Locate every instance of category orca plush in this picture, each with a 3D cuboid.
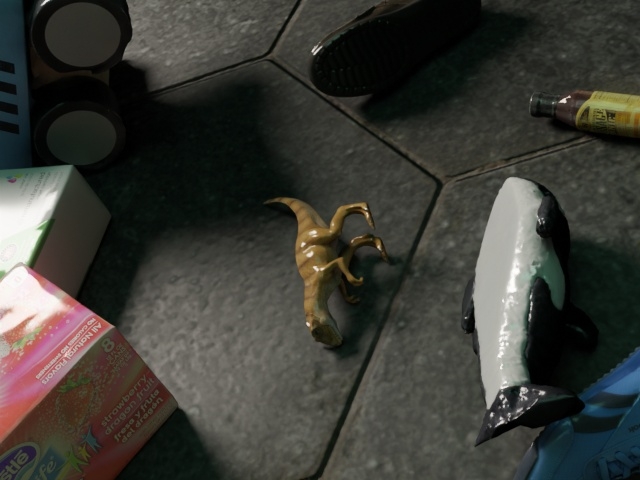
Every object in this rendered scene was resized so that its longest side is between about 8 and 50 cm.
[{"bbox_3d":[0.191,0.055,0.801,0.102,0.151,0.287,22,25,-7],"label":"orca plush"}]

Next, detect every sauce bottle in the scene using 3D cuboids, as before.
[{"bbox_3d":[0.268,-0.125,0.966,0.128,0.042,0.042,11,57,32],"label":"sauce bottle"}]

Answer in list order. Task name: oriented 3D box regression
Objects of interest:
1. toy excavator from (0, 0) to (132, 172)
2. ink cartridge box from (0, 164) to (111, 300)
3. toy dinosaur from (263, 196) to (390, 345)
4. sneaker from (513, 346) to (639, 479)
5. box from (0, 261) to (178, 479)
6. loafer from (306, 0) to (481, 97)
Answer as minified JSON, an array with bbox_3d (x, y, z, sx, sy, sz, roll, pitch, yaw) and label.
[{"bbox_3d":[-0.461,-0.178,1.161,0.445,0.433,0.222,-3,45,-16],"label":"toy excavator"},{"bbox_3d":[-0.360,0.008,1.078,0.212,0.093,0.154,-2,52,23],"label":"ink cartridge box"},{"bbox_3d":[0.000,0.000,0.956,0.112,0.064,0.211,-20,47,7],"label":"toy dinosaur"},{"bbox_3d":[0.237,0.142,0.738,0.209,0.069,0.082,-37,52,-10],"label":"sneaker"},{"bbox_3d":[-0.293,0.190,0.864,0.154,0.142,0.300,28,66,36],"label":"box"},{"bbox_3d":[0.077,-0.228,1.116,0.220,0.080,0.078,-28,24,-15],"label":"loafer"}]
